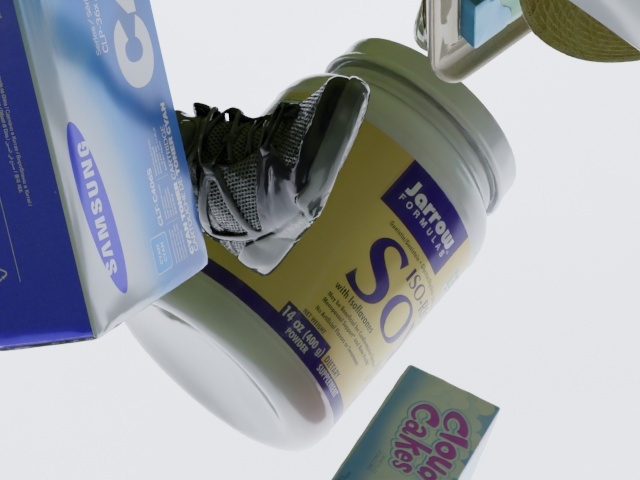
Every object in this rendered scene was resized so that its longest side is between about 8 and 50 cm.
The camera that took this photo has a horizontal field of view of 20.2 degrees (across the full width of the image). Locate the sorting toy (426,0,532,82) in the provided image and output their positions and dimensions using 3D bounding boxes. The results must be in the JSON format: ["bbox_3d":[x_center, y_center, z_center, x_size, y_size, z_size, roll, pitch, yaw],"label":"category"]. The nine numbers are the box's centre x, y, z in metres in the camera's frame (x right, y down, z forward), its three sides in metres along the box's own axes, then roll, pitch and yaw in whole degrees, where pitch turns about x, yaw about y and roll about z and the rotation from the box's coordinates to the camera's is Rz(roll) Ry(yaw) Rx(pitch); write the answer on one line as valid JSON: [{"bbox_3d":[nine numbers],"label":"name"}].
[{"bbox_3d":[0.153,-0.214,1.225,0.193,0.208,0.038,-36,-118,-13],"label":"sorting toy"}]

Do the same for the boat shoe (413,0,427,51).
[{"bbox_3d":[0.107,-0.212,1.414,0.050,0.135,0.045,7,-168,-10],"label":"boat shoe"}]

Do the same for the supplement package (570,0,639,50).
[{"bbox_3d":[0.209,-0.184,0.714,0.198,0.199,0.262,-24,-146,-10],"label":"supplement package"}]

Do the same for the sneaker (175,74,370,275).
[{"bbox_3d":[-0.050,-0.063,1.305,0.130,0.227,0.087,30,-121,-7],"label":"sneaker"}]

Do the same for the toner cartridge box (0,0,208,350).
[{"bbox_3d":[-0.164,-0.126,1.051,0.075,0.347,0.165,-7,-168,22],"label":"toner cartridge box"}]

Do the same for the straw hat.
[{"bbox_3d":[0.186,-0.131,0.980,0.144,0.061,0.144,-14,-129,18],"label":"straw hat"}]

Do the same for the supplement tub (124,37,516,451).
[{"bbox_3d":[0.000,0.000,1.630,0.241,0.241,0.331,28,-114,34],"label":"supplement tub"}]

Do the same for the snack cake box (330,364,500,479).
[{"bbox_3d":[0.039,0.243,1.428,0.089,0.152,0.264,25,-136,12],"label":"snack cake box"}]
